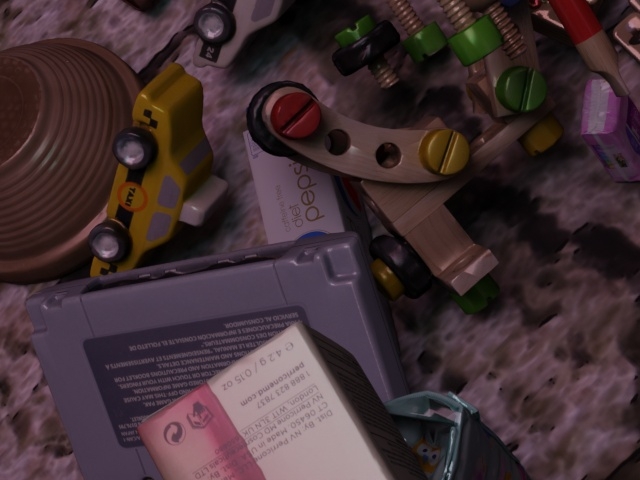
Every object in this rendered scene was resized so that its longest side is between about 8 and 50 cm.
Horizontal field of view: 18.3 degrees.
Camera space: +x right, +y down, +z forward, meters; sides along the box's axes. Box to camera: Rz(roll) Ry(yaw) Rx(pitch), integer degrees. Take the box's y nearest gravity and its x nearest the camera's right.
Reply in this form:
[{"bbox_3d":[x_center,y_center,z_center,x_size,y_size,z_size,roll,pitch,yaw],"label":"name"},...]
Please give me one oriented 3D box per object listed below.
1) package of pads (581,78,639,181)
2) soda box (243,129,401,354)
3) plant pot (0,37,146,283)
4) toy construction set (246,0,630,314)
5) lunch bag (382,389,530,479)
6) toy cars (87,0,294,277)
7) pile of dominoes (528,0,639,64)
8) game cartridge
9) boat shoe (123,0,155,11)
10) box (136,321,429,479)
[{"bbox_3d":[0.230,-0.085,1.544,0.032,0.083,0.050,-1,64,30],"label":"package of pads"},{"bbox_3d":[0.000,0.000,1.625,0.069,0.074,0.216,-22,60,16],"label":"soda box"},{"bbox_3d":[-0.272,-0.088,1.779,0.237,0.110,0.237,-11,64,23],"label":"plant pot"},{"bbox_3d":[0.121,-0.081,1.509,0.257,0.237,0.309,-37,7,-33],"label":"toy construction set"},{"bbox_3d":[0.034,0.227,1.418,0.262,0.223,0.160,-42,62,2],"label":"lunch bag"},{"bbox_3d":[-0.084,-0.138,1.686,0.087,0.176,0.394,23,78,7],"label":"toy cars"},{"bbox_3d":[0.248,-0.274,1.611,0.196,0.040,0.251,26,81,14],"label":"pile of dominoes"},{"bbox_3d":[-0.075,0.109,1.556,0.297,0.198,0.062,-10,22,26],"label":"game cartridge"},{"bbox_3d":[-0.223,-0.276,1.859,0.207,0.073,0.073,27,80,33],"label":"boat shoe"},{"bbox_3d":[0.010,0.187,1.235,0.127,0.148,0.232,-33,72,6],"label":"box"}]
